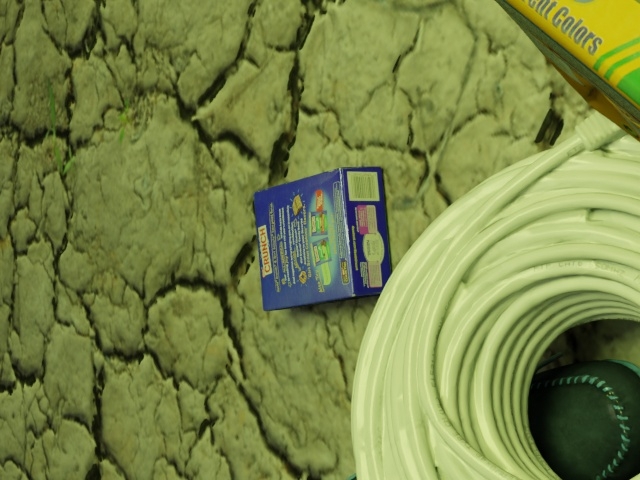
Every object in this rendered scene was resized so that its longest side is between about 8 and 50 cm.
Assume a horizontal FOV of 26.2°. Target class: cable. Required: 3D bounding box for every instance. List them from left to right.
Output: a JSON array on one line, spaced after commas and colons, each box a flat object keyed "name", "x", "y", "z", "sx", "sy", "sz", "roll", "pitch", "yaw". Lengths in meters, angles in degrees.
[{"name": "cable", "x": 0.137, "y": 0.076, "z": 0.697, "sx": 0.257, "sy": 0.089, "sz": 0.257, "roll": -26, "pitch": 62, "yaw": 23}]

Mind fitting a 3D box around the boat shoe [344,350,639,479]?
[{"name": "boat shoe", "x": 0.094, "y": 0.150, "z": 0.826, "sx": 0.258, "sy": 0.089, "sz": 0.109, "roll": -43, "pitch": 58, "yaw": 43}]

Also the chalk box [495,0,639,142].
[{"name": "chalk box", "x": 0.221, "y": -0.157, "z": 0.548, "sx": 0.289, "sy": 0.179, "sz": 0.180, "roll": -50, "pitch": 49, "yaw": 9}]

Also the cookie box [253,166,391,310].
[{"name": "cookie box", "x": 0.000, "y": 0.000, "z": 0.984, "sx": 0.107, "sy": 0.040, "sz": 0.092, "roll": -12, "pitch": 82, "yaw": 51}]
